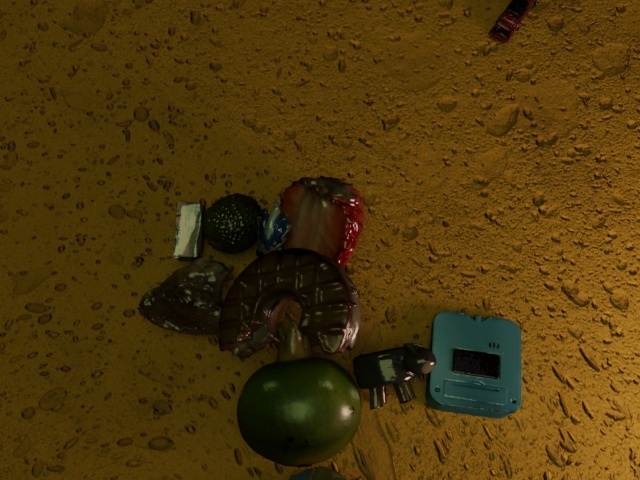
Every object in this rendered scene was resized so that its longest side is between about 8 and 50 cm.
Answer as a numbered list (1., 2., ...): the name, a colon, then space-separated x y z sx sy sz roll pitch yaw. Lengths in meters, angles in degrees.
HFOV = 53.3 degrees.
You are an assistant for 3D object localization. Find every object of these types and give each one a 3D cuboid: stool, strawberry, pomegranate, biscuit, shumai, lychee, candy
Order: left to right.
1. candy: -0.348 -0.024 1.708 0.073 0.092 0.160 2 80 1
2. shumai: -0.330 0.140 1.662 0.218 0.184 0.185 -4 43 12
3. lychee: -0.227 -0.049 1.681 0.171 0.171 0.171 0 79 1
4. biscuit: -0.072 0.148 1.515 0.366 0.115 0.268 -7 69 26
5. pomegranate: -0.058 0.373 1.563 0.309 0.216 0.359 -6 78 3
6. strawberry: 0.000 0.000 1.666 0.265 0.149 0.336 19 100 35
7. stool: 0.177 0.333 1.574 0.153 0.228 0.139 -7 79 -29

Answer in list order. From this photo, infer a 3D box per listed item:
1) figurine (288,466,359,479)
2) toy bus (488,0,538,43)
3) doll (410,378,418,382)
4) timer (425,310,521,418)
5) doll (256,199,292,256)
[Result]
1. figurine: 0.051 0.653 1.556 0.262 0.154 0.180 3 88 19
2. toy bus: 0.571 -0.675 1.816 0.073 0.096 0.235 34 80 9
3. doll: 0.243 0.325 1.656 0.058 0.040 0.085 -20 75 10
4. timer: 0.395 0.319 1.651 0.231 0.091 0.250 8 68 3
5. doll: -0.124 -0.011 1.630 0.096 0.070 0.195 15 108 15
